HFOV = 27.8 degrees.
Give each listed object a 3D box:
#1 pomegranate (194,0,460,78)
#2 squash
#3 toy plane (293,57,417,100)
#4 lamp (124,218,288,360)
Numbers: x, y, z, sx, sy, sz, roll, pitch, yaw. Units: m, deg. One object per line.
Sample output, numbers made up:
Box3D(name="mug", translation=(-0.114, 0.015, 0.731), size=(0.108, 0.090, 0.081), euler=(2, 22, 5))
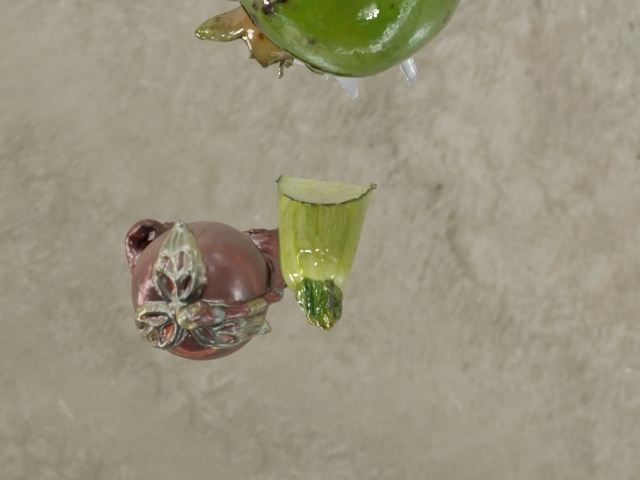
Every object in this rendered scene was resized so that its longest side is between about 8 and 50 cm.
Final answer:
Box3D(name="pomegranate", translation=(0.007, -0.175, 0.824), size=(0.156, 0.220, 0.156), euler=(1, 87, -14))
Box3D(name="squash", translation=(0.001, -0.003, 1.116), size=(0.090, 0.200, 0.075), euler=(18, 126, -11))
Box3D(name="toy plane", translation=(0.046, -0.238, 1.372), size=(0.162, 0.065, 0.171), euler=(31, 84, 0))
Box3D(name="lamp", translation=(-0.137, 0.052, 1.419), size=(0.215, 0.223, 0.151), euler=(8, 92, 13))
